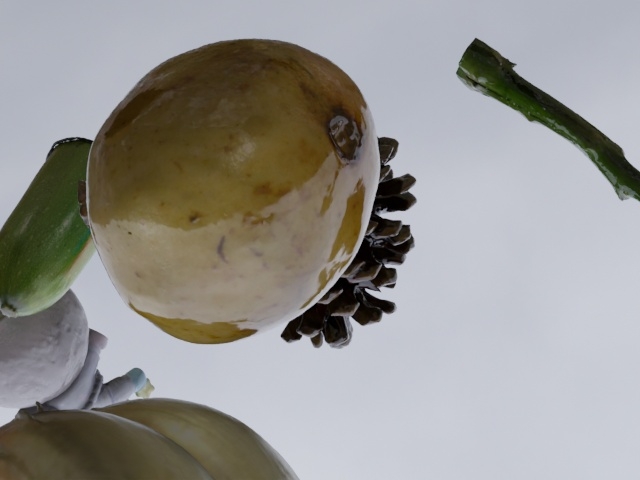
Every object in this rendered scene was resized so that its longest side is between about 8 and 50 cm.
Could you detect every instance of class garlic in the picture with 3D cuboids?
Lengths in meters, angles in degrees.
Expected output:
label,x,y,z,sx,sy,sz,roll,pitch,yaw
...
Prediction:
label,x,y,z,sx,sy,sz,roll,pitch,yaw
garlic,-0.125,0.230,1.260,0.313,0.286,0.249,34,-97,36

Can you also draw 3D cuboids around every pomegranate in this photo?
label,x,y,z,sx,sy,sz,roll,pitch,yaw
pomegranate,-0.063,-0.029,1.079,0.196,0.196,0.196,-16,-159,6

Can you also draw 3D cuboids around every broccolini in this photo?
label,x,y,z,sx,sy,sz,roll,pitch,yaw
broccolini,0.177,-0.026,1.046,0.254,0.057,0.071,38,-159,23

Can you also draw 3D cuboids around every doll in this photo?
label,x,y,z,sx,sy,sz,roll,pitch,yaw
doll,-0.270,0.153,1.878,0.151,0.287,0.151,-17,-138,16

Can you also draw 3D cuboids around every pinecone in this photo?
label,x,y,z,sx,sy,sz,roll,pitch,yaw
pinecone,-0.002,0.001,1.678,0.169,0.212,0.185,0,-155,-21

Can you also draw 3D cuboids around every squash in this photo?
label,x,y,z,sx,sy,sz,roll,pitch,yaw
squash,-0.243,-0.004,1.652,0.095,0.095,0.188,-8,-144,27
